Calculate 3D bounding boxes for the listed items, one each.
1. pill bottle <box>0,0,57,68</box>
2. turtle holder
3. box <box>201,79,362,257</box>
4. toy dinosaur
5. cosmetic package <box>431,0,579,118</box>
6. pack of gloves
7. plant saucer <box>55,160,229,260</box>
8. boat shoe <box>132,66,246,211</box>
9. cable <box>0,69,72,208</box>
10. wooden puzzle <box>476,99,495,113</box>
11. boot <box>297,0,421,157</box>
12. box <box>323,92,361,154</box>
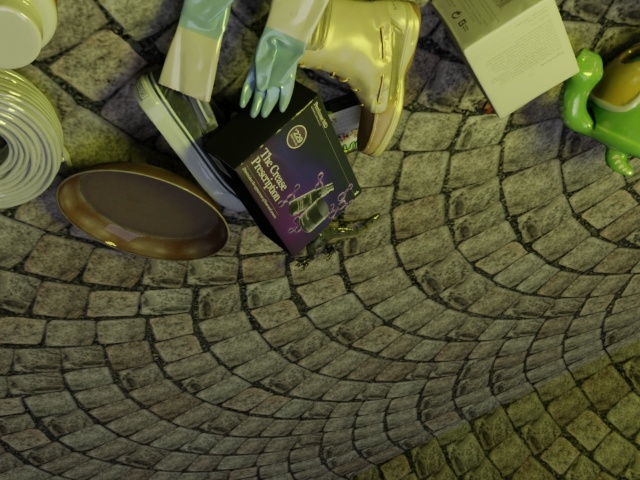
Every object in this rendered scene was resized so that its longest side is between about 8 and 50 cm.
[{"bbox_3d":[-0.381,-0.305,0.816,0.117,0.215,0.117,-11,142,-8],"label":"pill bottle"},{"bbox_3d":[0.605,-0.267,1.276,0.320,0.243,0.227,24,121,11],"label":"turtle holder"},{"bbox_3d":[-0.055,-0.121,1.152,0.184,0.103,0.261,-46,144,-12],"label":"box"},{"bbox_3d":[0.000,0.000,1.474,0.268,0.064,0.118,-4,134,-22],"label":"toy dinosaur"},{"bbox_3d":[0.303,-0.334,1.102,0.151,0.151,0.184,-30,139,16],"label":"cosmetic package"},{"bbox_3d":[-0.111,-0.308,1.000,0.195,0.046,0.232,19,114,-11],"label":"pack of gloves"},{"bbox_3d":[-0.314,-0.054,1.217,0.311,0.050,0.310,6,152,3],"label":"plant saucer"},{"bbox_3d":[-0.173,-0.167,1.145,0.119,0.121,0.335,-28,142,9],"label":"boat shoe"},{"bbox_3d":[-0.535,-0.156,1.042,0.257,0.089,0.257,-8,142,-12],"label":"cable"},{"bbox_3d":[0.346,-0.269,1.317,0.083,0.006,0.049,1,138,-23],"label":"wooden puzzle"},{"bbox_3d":[0.039,-0.266,1.096,0.203,0.095,0.262,1,121,-21],"label":"boot"},{"bbox_3d":[0.022,-0.203,1.246,0.207,0.036,0.114,-19,142,1],"label":"box"}]
